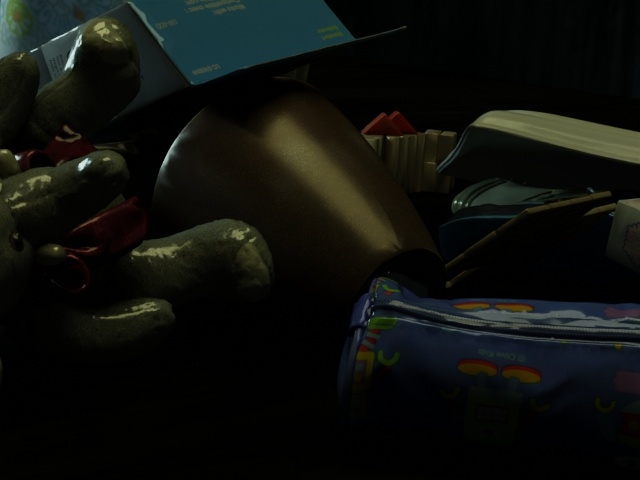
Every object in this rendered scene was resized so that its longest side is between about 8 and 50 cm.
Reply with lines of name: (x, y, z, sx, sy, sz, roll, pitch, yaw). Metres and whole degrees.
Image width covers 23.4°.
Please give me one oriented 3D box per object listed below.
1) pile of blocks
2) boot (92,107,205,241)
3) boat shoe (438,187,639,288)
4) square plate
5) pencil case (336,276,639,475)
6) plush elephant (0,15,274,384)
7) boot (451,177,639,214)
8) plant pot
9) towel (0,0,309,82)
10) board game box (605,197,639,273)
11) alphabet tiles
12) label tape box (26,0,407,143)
pile of blocks: (0.049, -0.122, 2.116, 0.362, 0.113, 0.149, -7, 16, -43)
boot: (-0.193, -0.043, 1.579, 0.377, 0.138, 0.284, -28, 4, -15)
boat shoe: (0.260, -0.014, 1.672, 0.258, 0.109, 0.089, 11, 25, 20)
square plate: (0.330, -0.090, 1.873, 0.347, 0.049, 0.344, 11, -7, -1)
pencil case: (0.163, 0.095, 1.082, 0.306, 0.133, 0.119, 5, 41, 10)
plush elephant: (-0.229, -0.013, 1.179, 0.330, 0.272, 0.255, -26, 0, -3)
boot: (0.285, -0.035, 1.874, 0.213, 0.077, 0.165, -3, 11, -30)
plant pot: (0.000, 0.000, 1.374, 0.215, 0.215, 0.230, -6, 32, -38)
towel: (-0.198, -0.204, 1.785, 0.374, 0.321, 0.090, 19, 32, 5)
board game box: (0.502, 0.033, 1.509, 0.318, 0.066, 0.318, -5, 26, -39)
alphabet tiles: (0.189, 0.008, 1.491, 0.198, 0.009, 0.237, -37, -15, 35)
label tape box: (-0.121, -0.190, 1.517, 0.333, 0.106, 0.240, -17, 4, 44)
